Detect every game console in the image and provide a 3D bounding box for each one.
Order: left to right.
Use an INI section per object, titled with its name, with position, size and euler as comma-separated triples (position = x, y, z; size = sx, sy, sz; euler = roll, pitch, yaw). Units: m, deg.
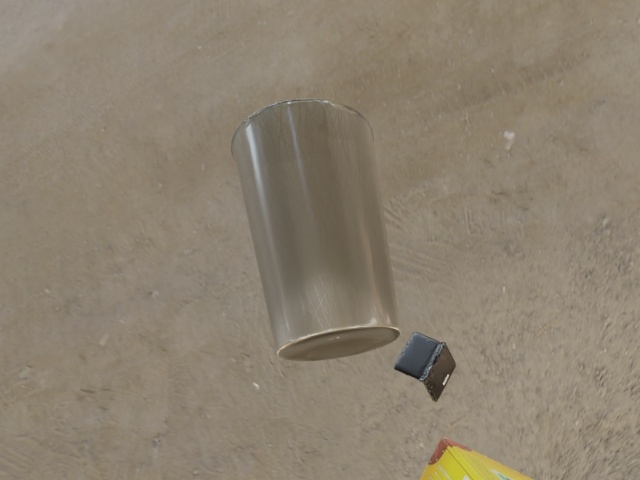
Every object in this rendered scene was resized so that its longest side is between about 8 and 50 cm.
[game console]
position = 0.233, 0.279, 1.739
size = 0.071, 0.107, 0.122
euler = -7, 32, 40

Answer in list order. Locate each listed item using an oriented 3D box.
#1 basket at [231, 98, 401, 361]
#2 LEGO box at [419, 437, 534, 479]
[basket]
position = 0.000, 0.000, 0.820
size = 0.154, 0.204, 0.227
euler = -13, 68, 8
[LEGO box]
position = 0.381, 0.558, 1.315
size = 0.372, 0.500, 0.193
euler = 28, 90, -6
